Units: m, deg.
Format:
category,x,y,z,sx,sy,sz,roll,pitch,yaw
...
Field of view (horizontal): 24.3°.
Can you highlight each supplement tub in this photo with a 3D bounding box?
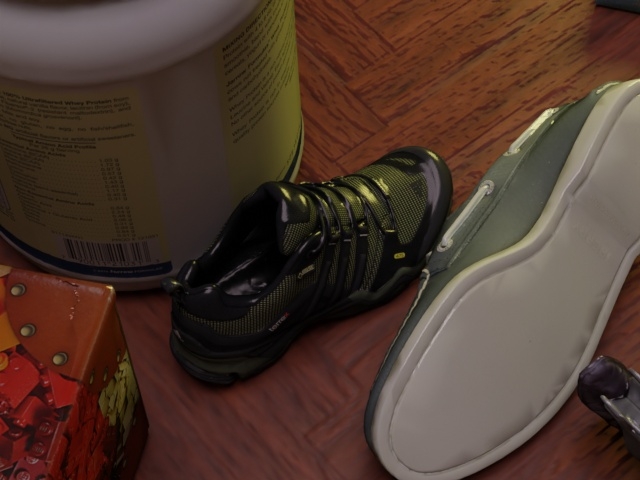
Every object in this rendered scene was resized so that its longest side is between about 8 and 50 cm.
category,x,y,z,sx,sy,sz,roll,pitch,yaw
supplement tub,-0.131,-0.142,0.926,0.235,0.325,0.235,-1,57,1

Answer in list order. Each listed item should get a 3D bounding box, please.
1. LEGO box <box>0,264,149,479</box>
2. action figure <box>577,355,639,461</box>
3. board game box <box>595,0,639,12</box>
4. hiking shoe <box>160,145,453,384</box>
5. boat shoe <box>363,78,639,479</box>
category,x,y,z,sx,sy,sz,roll,pitch,yaw
LEGO box,-0.389,0.176,0.810,0.500,0.193,0.372,10,58,8
action figure,0.274,0.167,0.847,0.185,0.099,0.285,-34,60,-10
board game box,0.322,-0.219,1.131,0.201,0.035,0.136,13,59,10
hiking shoe,0.000,0.000,0.956,0.227,0.114,0.086,-37,64,-20
boat shoe,0.124,0.024,0.968,0.319,0.116,0.099,-52,26,-19
